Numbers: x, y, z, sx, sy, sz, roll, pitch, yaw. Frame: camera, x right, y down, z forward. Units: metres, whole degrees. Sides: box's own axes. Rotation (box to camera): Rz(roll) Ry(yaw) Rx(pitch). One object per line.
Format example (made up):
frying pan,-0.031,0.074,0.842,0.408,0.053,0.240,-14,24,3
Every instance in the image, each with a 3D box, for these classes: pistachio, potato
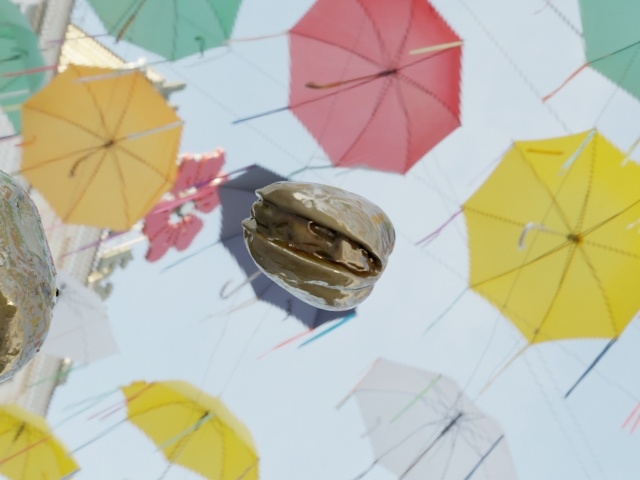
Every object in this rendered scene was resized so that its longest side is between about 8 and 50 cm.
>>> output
pistachio,0.000,0.000,0.900,0.149,0.113,0.113,31,-48,-29
potato,-0.367,0.033,1.107,0.165,0.165,0.262,-36,-119,36
